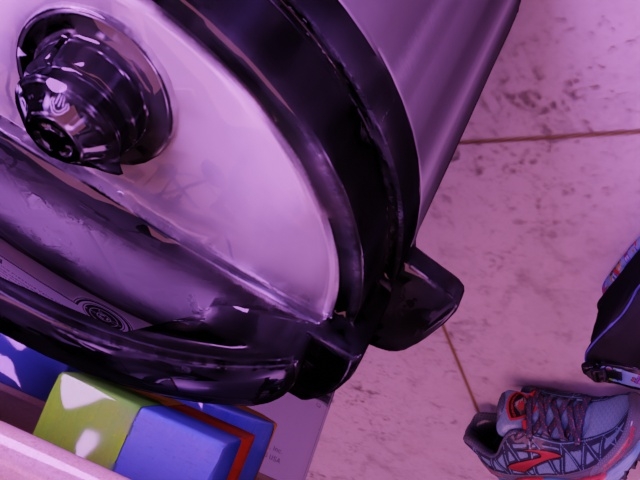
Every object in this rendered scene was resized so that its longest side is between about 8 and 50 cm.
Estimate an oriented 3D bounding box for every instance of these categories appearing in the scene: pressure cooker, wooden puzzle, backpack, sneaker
[{"bbox_3d":[-0.090,-0.117,0.531,0.369,0.421,0.376,5,137,28],"label":"pressure cooker"},{"bbox_3d":[-0.159,0.103,0.530,0.322,0.081,0.348,21,168,8],"label":"wooden puzzle"},{"bbox_3d":[0.339,0.077,0.729,0.173,0.117,0.158,24,142,8],"label":"backpack"},{"bbox_3d":[0.259,0.222,0.960,0.125,0.104,0.262,38,142,-9],"label":"sneaker"}]

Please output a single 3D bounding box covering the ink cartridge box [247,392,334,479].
[{"bbox_3d":[-0.144,0.157,0.874,0.285,0.395,0.166,26,136,-3],"label":"ink cartridge box"}]
